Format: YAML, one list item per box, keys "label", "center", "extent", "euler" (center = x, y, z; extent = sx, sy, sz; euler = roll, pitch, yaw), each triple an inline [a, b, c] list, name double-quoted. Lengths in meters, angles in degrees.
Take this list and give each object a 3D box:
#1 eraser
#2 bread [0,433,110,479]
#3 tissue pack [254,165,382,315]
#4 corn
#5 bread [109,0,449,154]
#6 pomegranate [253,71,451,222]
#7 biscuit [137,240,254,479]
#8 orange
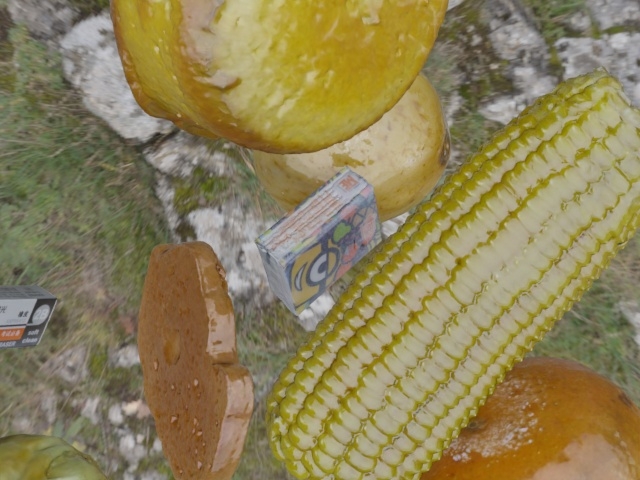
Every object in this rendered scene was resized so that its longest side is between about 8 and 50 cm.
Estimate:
- label: "eraser"
  center: [-0.279, 0.066, 0.888]
  extent: [0.029, 0.122, 0.052]
  euler: [28, 98, 22]
- label: "bread"
  center: [-0.234, 0.199, 0.644]
  extent: [0.268, 0.152, 0.129]
  euler: [-24, 75, 30]
- label: "tissue pack"
  center: [0.000, 0.000, 1.211]
  extent: [0.148, 0.108, 0.060]
  euler: [-41, 59, -19]
- label: "corn"
  center: [0.100, 0.035, 0.715]
  extent: [0.131, 0.131, 0.344]
  euler: [40, 100, -8]
- label: "bread"
  center: [-0.022, -0.181, 0.718]
  extent: [0.268, 0.146, 0.268]
  euler: [-24, 132, -29]
- label: "pomegranate"
  center: [0.050, -0.147, 1.509]
  extent: [0.307, 0.307, 0.307]
  euler: [-1, 97, -5]
- label: "biscuit"
  center: [-0.222, 0.202, 1.771]
  extent: [0.078, 0.349, 0.455]
  euler: [4, 52, -32]
- label: "orange"
  center: [0.160, 0.199, 0.840]
  extent: [0.224, 0.224, 0.170]
  euler: [-28, 118, -1]
